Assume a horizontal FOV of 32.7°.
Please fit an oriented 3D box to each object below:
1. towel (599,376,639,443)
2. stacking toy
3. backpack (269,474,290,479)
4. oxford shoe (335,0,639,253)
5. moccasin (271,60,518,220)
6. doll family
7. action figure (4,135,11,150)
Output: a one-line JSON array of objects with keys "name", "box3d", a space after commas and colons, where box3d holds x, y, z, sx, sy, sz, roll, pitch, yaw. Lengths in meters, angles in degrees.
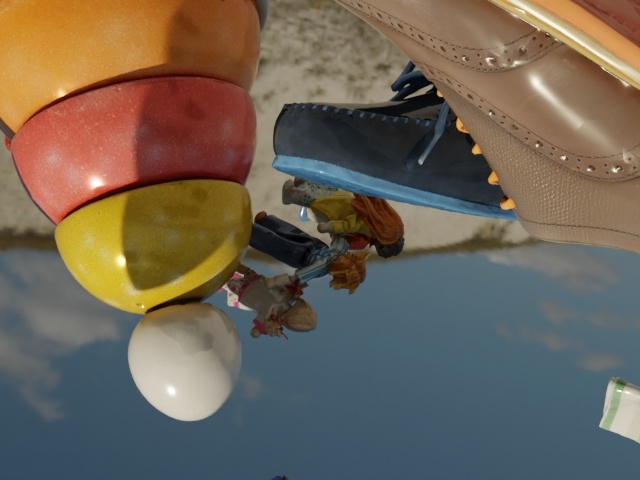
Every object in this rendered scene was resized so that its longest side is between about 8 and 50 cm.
[{"name": "towel", "box3d": [0.342, 0.190, 1.045, 0.152, 0.023, 0.113, 28, 161, 22]}, {"name": "stacking toy", "box3d": [-0.187, -0.045, 1.157, 0.350, 0.480, 0.350, -12, 166, -3]}, {"name": "backpack", "box3d": [-0.028, 0.275, 0.905, 0.120, 0.101, 0.098, 56, -177, 27]}, {"name": "oxford shoe", "box3d": [0.094, -0.073, 0.512, 0.363, 0.133, 0.130, 32, -148, 21]}, {"name": "moccasin", "box3d": [0.112, -0.080, 0.779, 0.342, 0.117, 0.137, 2, -170, -40]}, {"name": "doll family", "box3d": [0.000, 0.000, 1.254, 0.163, 0.118, 0.263, 25, -133, 29]}, {"name": "action figure", "box3d": [-0.293, -0.133, 1.436, 0.280, 0.139, 0.091, -10, 169, 10]}]
